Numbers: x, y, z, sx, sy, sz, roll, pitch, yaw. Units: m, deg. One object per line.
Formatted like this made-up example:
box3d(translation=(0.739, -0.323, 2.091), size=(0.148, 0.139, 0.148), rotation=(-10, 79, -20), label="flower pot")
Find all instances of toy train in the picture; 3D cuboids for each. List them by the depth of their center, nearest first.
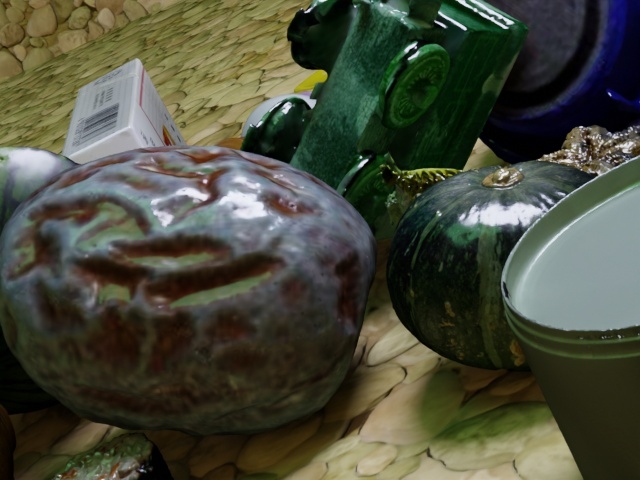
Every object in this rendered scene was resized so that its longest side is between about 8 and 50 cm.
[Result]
box3d(translation=(0.051, -0.120, 1.279), size=(0.145, 0.266, 0.202), rotation=(36, 25, 26), label="toy train")

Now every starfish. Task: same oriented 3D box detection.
box3d(translation=(0.220, -0.037, 1.202), size=(0.146, 0.074, 0.190), rotation=(-3, 33, 38), label="starfish")

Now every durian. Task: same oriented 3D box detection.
box3d(translation=(0.098, -0.015, 1.192), size=(0.100, 0.215, 0.086), rotation=(11, 69, 12), label="durian")

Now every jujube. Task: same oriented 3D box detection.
box3d(translation=(-0.105, 0.038, 1.148), size=(0.308, 0.215, 0.246), rotation=(-8, 52, 5), label="jujube")

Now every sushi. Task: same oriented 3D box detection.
box3d(translation=(-0.175, 0.214, 1.078), size=(0.090, 0.078, 0.150), rotation=(-4, 30, 48), label="sushi")

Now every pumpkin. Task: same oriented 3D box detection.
box3d(translation=(0.143, 0.018, 1.047), size=(0.190, 0.146, 0.190), rotation=(-23, 18, 8), label="pumpkin")

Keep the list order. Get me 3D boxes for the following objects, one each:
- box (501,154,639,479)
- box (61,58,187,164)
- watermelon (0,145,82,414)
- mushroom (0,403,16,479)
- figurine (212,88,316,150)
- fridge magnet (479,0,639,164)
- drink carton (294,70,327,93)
box3d(translation=(0.238, 0.050, 0.846), size=(0.226, 0.149, 0.226), rotation=(-24, 21, 10), label="box")
box3d(translation=(-0.201, -0.068, 1.605), size=(0.095, 0.210, 0.330), rotation=(-27, 20, 3), label="box")
box3d(translation=(-0.309, 0.069, 1.355), size=(0.331, 0.331, 0.189), rotation=(-16, 56, 29), label="watermelon")
box3d(translation=(-0.365, 0.224, 1.208), size=(0.253, 0.153, 0.253), rotation=(-34, 20, 14), label="mushroom")
box3d(translation=(-0.046, -0.070, 1.508), size=(0.189, 0.142, 0.263), rotation=(-43, 6, 34), label="figurine")
box3d(translation=(0.227, -0.197, 1.338), size=(0.265, 0.265, 0.113), rotation=(-8, -10, 43), label="fridge magnet")
box3d(translation=(0.151, -0.232, 1.700), size=(0.351, 0.111, 0.154), rotation=(-37, 22, -25), label="drink carton")
